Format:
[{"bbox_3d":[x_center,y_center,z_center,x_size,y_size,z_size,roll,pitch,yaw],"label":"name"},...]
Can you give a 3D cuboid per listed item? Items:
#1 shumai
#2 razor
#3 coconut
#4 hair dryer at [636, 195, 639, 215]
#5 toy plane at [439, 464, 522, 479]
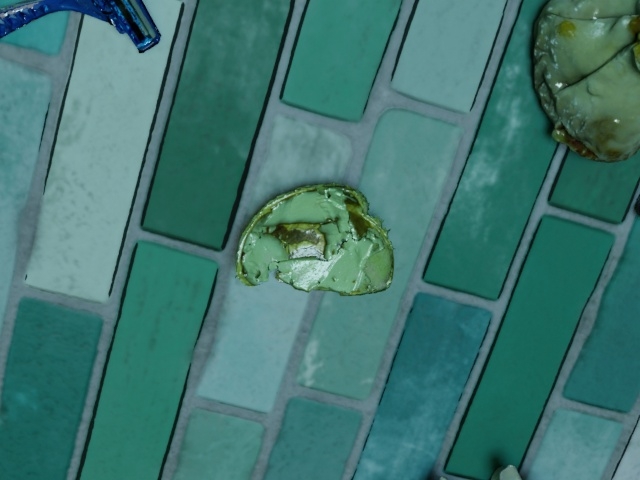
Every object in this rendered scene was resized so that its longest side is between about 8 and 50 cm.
[{"bbox_3d":[0.297,-0.156,0.679,0.184,0.142,0.184,-1,102,-4],"label":"shumai"},{"bbox_3d":[-0.316,-0.178,0.678,0.324,0.093,0.056,-16,66,4],"label":"razor"},{"bbox_3d":[0.000,0.001,0.745,0.158,0.055,0.133,19,102,-11],"label":"coconut"},{"bbox_3d":[0.395,-0.075,0.763,0.071,0.047,0.150,26,96,-10],"label":"hair dryer"},{"bbox_3d":[0.165,0.365,0.842,0.192,0.088,0.262,35,101,-14],"label":"toy plane"}]
